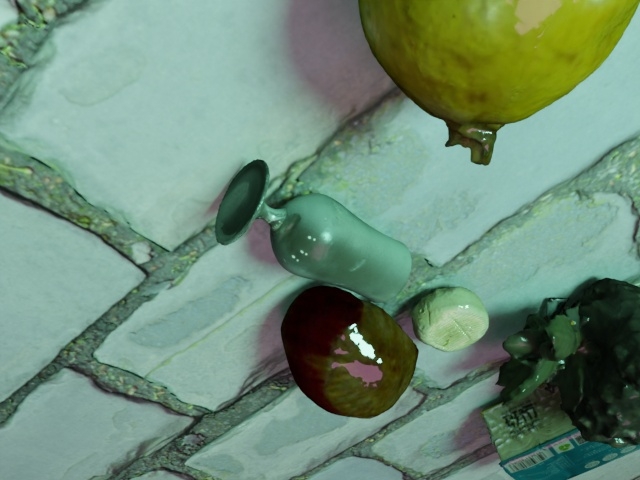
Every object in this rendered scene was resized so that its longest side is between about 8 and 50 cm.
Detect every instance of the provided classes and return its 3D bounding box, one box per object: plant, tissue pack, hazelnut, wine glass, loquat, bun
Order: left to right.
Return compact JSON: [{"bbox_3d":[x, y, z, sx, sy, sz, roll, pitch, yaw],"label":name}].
[{"bbox_3d":[0.000,0.000,0.605,0.231,0.103,0.103,27,120,-33],"label":"wine glass"},{"bbox_3d":[0.039,0.149,0.711,0.170,0.160,0.201,-24,104,16],"label":"hazelnut"},{"bbox_3d":[0.191,0.113,0.759,0.115,0.069,0.115,-6,132,-7],"label":"bun"},{"bbox_3d":[0.130,-0.179,0.395,0.214,0.213,0.245,-3,108,-9],"label":"loquat"},{"bbox_3d":[0.470,0.350,0.973,0.271,0.134,0.192,-32,129,16],"label":"tissue pack"},{"bbox_3d":[0.425,0.179,0.768,0.313,0.213,0.215,13,124,7],"label":"plant"}]

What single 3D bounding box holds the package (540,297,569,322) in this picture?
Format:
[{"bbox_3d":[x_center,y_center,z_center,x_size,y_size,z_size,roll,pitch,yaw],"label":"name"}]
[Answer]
[{"bbox_3d":[0.374,0.135,0.849,0.037,0.015,0.110,1,128,-11],"label":"package"}]
